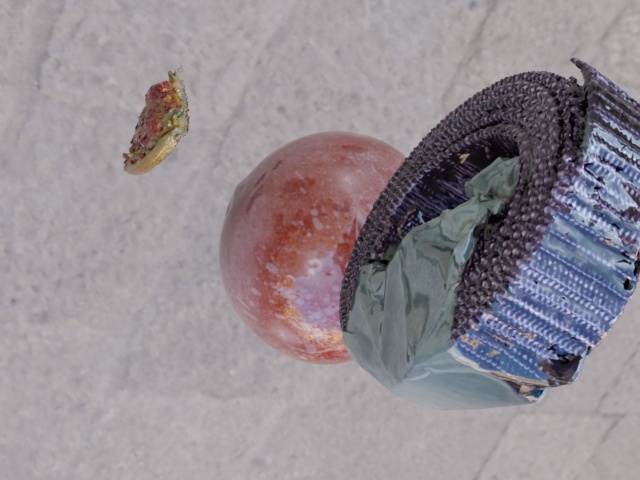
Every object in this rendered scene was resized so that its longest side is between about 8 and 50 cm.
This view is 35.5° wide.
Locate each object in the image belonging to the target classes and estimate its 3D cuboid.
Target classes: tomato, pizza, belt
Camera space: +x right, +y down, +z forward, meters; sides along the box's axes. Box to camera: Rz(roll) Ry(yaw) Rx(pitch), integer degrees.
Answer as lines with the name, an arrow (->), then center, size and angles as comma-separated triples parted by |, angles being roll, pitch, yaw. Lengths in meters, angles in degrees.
tomato -> 0.000, 0.000, 1.145 | 0.227, 0.270, 0.270 | 26, 108, -12
pizza -> -0.150, -0.091, 0.867 | 0.029, 0.100, 0.099 | 26, 124, -27
belt -> 0.125, 0.003, 0.792 | 0.122, 0.325, 0.260 | 27, 67, -19
